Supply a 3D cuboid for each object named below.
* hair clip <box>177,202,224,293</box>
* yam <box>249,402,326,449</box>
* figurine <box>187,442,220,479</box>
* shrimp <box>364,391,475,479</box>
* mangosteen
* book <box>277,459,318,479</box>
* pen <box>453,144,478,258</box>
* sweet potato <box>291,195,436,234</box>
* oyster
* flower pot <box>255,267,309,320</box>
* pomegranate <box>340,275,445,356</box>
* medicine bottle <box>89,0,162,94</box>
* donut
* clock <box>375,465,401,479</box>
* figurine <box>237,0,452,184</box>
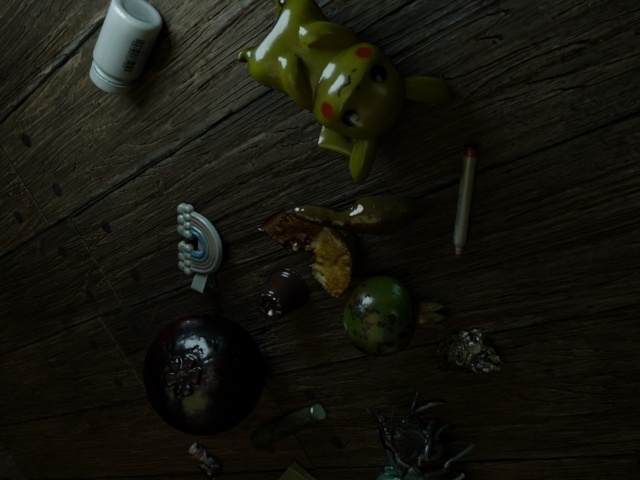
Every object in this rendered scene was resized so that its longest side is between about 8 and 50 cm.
[{"bbox_3d":[-0.288,0.025,1.303,0.140,0.054,0.220,20,119,28],"label":"hair clip"},{"bbox_3d":[-0.091,0.496,1.423,0.274,0.061,0.061,-36,94,37],"label":"yam"},{"bbox_3d":[-0.370,0.702,1.693,0.129,0.054,0.072,38,131,10],"label":"figurine"},{"bbox_3d":[0.252,0.501,1.172,0.411,0.166,0.221,61,154,-4],"label":"shrimp"},{"bbox_3d":[-0.274,0.324,1.320,0.296,0.293,0.298,-2,87,30],"label":"mangosteen"},{"bbox_3d":[-0.062,0.780,1.572,0.201,0.026,0.290,37,127,8],"label":"book"},{"bbox_3d":[0.256,-0.063,0.953,0.026,0.026,0.218,12,120,24],"label":"pen"},{"bbox_3d":[0.081,-0.045,1.007,0.269,0.075,0.075,-3,115,3],"label":"sweet potato"},{"bbox_3d":[0.283,0.237,1.079,0.103,0.051,0.148,56,138,3],"label":"oyster"},{"bbox_3d":[-0.095,0.129,1.214,0.111,0.089,0.111,13,120,24],"label":"flower pot"},{"bbox_3d":[0.141,0.152,1.060,0.204,0.159,0.160,-2,116,3],"label":"pomegranate"},{"bbox_3d":[-0.407,-0.402,1.111,0.103,0.103,0.187,45,128,2],"label":"medicine bottle"},{"bbox_3d":[0.001,0.002,1.097,0.217,0.085,0.141,47,127,0],"label":"donut"},{"bbox_3d":[0.201,0.635,1.325,0.148,0.060,0.189,24,124,18],"label":"clock"},{"bbox_3d":[0.023,-0.257,0.896,0.326,0.169,0.218,40,104,14],"label":"figurine"}]
